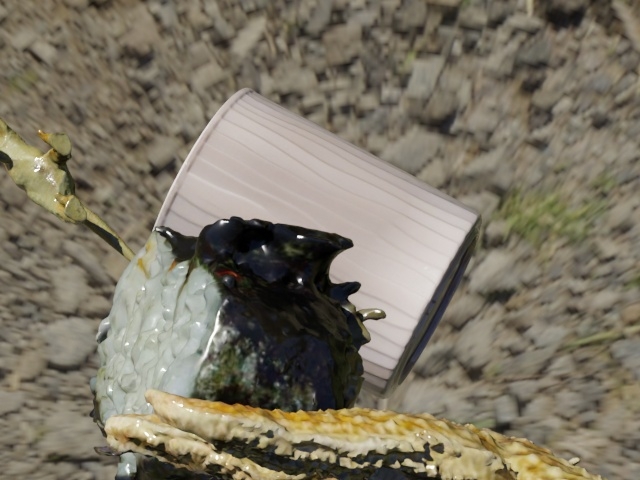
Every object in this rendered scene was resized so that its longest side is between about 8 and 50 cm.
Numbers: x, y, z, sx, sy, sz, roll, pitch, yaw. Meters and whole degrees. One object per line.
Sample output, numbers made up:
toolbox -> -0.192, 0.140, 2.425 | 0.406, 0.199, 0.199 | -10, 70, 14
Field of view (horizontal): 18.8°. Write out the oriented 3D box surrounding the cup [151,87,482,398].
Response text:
cup -> -0.009, 0.015, 1.856 | 0.273, 0.288, 0.208 | 27, 68, 8

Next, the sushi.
sushi -> -0.040, 0.059, 0.975 | 0.115, 0.212, 0.147 | 17, 90, -16

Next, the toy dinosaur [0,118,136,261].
toy dinosaur -> -0.196, -0.034, 1.441 | 0.039, 0.126, 0.162 | -45, 117, -17

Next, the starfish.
starfish -> 0.051, 0.108, 0.823 | 0.302, 0.299, 0.060 | 22, 79, -19
